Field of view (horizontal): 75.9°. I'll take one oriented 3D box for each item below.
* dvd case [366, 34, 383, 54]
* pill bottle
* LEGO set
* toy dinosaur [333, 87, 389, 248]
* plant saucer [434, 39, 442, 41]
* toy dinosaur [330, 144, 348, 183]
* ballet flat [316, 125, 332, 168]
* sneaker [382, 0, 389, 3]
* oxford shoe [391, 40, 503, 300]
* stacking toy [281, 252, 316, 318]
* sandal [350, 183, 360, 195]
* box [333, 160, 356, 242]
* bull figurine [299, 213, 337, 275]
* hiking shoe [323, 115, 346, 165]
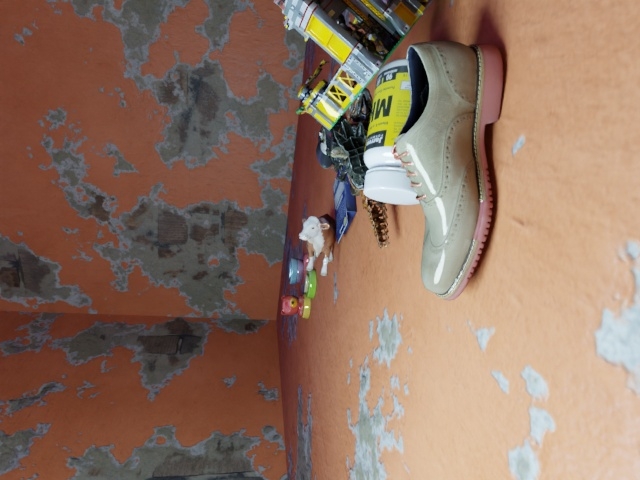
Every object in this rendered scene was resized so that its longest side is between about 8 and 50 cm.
[{"bbox_3d":[0.150,-0.534,1.070,0.221,0.018,0.165,-164,78,-79],"label":"dvd case"},{"bbox_3d":[0.135,-0.171,0.670,0.119,0.119,0.209,154,127,-78],"label":"pill bottle"},{"bbox_3d":[0.044,-0.375,0.687,0.331,0.192,0.255,-53,9,-9],"label":"LEGO set"},{"bbox_3d":[0.117,-0.158,0.838,0.322,0.164,0.218,63,174,4],"label":"toy dinosaur"},{"bbox_3d":[0.200,-0.304,0.720,0.083,0.013,0.084,-177,90,-79],"label":"plant saucer"},{"bbox_3d":[0.070,-0.228,1.110,0.268,0.064,0.118,-63,-6,-64],"label":"toy dinosaur"},{"bbox_3d":[0.021,-0.372,1.586,0.074,0.074,0.203,108,165,-54],"label":"ballet flat"},{"bbox_3d":[0.160,-0.614,0.864,0.104,0.095,0.236,-95,10,-75],"label":"sneaker"},{"bbox_3d":[0.153,-0.094,0.566,0.123,0.130,0.348,180,94,-80],"label":"oxford shoe"},{"bbox_3d":[-0.108,0.181,1.905,0.279,0.130,0.309,108,162,-54],"label":"stacking toy"},{"bbox_3d":[0.115,-0.180,1.039,0.219,0.060,0.090,-75,1,-61],"label":"sandal"},{"bbox_3d":[0.074,-0.116,1.276,0.136,0.036,0.225,111,160,-60],"label":"box"},{"bbox_3d":[0.000,0.000,1.336,0.310,0.101,0.188,-43,-40,-74],"label":"bull figurine"},{"bbox_3d":[0.043,-0.339,1.394,0.114,0.086,0.227,111,159,-49],"label":"hiking shoe"}]
